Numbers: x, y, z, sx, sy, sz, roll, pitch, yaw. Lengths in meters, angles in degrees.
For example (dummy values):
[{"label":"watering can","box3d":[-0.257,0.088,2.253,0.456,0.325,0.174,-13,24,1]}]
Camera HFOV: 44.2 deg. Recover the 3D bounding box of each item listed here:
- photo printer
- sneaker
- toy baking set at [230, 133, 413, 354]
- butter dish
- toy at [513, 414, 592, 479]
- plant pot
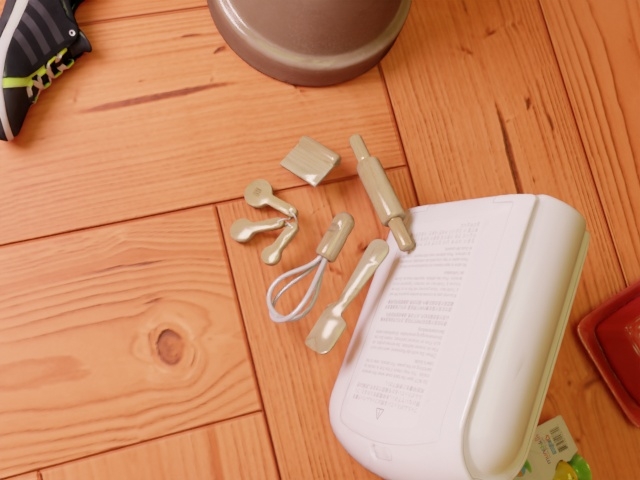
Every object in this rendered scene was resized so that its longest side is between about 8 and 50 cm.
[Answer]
[{"label":"photo printer","box3d":[0.134,0.110,0.838,0.107,0.256,0.307,28,73,-26]},{"label":"sneaker","box3d":[-0.312,-0.222,0.895,0.097,0.084,0.234,11,77,-11]},{"label":"toy baking set","box3d":[0.005,-0.004,0.905,0.197,0.030,0.256,-31,63,6]},{"label":"butter dish","box3d":[0.429,0.128,0.963,0.160,0.118,0.160,-29,86,-16]},{"label":"toy","box3d":[0.209,0.313,0.914,0.237,0.056,0.137,-20,80,-20]},{"label":"plant pot","box3d":[0.005,-0.339,0.911,0.263,0.229,0.263,2,79,-12]}]
